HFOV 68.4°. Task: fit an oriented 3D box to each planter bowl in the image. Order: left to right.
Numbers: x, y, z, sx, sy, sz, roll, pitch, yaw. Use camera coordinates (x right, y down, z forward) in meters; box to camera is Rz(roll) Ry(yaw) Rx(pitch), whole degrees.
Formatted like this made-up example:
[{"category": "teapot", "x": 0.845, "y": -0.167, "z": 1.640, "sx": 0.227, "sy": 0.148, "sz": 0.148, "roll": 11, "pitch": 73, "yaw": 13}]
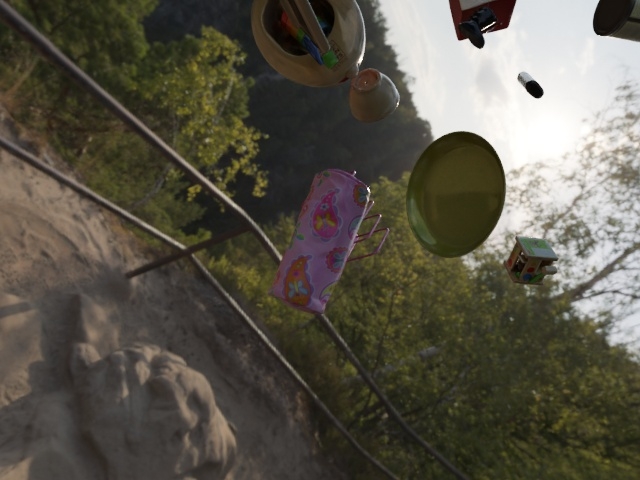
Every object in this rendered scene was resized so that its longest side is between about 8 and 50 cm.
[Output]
[{"category": "planter bowl", "x": 0.160, "y": -0.474, "z": 1.499, "sx": 0.109, "sy": 0.162, "sz": 0.162, "roll": 52, "pitch": 18, "yaw": -55}]

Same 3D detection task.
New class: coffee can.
[{"category": "coffee can", "x": 1.230, "y": -0.861, "z": 1.792, "sx": 0.201, "sy": 0.276, "sz": 0.201, "roll": -173, "pitch": -90, "yaw": -82}]

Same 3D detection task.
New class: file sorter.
[{"category": "file sorter", "x": 0.106, "y": -0.090, "z": 1.795, "sx": 0.290, "sy": 0.182, "sz": 0.202, "roll": 58, "pitch": 37, "yaw": -20}]

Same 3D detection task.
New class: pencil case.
[{"category": "pencil case", "x": 0.000, "y": 0.000, "z": 0.923, "sx": 0.124, "sy": 0.124, "sz": 0.283, "roll": 45, "pitch": 64, "yaw": -70}]

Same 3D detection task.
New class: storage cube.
[{"category": "storage cube", "x": 0.543, "y": -0.834, "z": 1.601, "sx": 0.193, "sy": 0.184, "sz": 0.214, "roll": 21, "pitch": 59, "yaw": -76}]

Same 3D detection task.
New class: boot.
[{"category": "boot", "x": 0.487, "y": -0.642, "z": 1.417, "sx": 0.121, "sy": 0.099, "sz": 0.045, "roll": 58, "pitch": 1, "yaw": 27}]

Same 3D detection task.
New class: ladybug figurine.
[{"category": "ladybug figurine", "x": -0.026, "y": -0.625, "z": 1.421, "sx": 0.449, "sy": 0.305, "sz": 0.162, "roll": 55, "pitch": 16, "yaw": 20}]

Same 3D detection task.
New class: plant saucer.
[{"category": "plant saucer", "x": 0.260, "y": -0.086, "z": 0.901, "sx": 0.037, "sy": 0.241, "sz": 0.240, "roll": 3, "pitch": 56, "yaw": -32}]

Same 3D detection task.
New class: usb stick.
[{"category": "usb stick", "x": 0.754, "y": -0.562, "z": 1.697, "sx": 0.077, "sy": 0.045, "sz": 0.278, "roll": 46, "pitch": 28, "yaw": -9}]

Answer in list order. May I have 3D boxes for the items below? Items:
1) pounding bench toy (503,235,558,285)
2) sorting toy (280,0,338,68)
[{"category": "pounding bench toy", "x": 0.337, "y": 0.045, "z": 0.748, "sx": 0.083, "sy": 0.052, "sz": 0.065, "roll": -92, "pitch": -171, "yaw": -53}, {"category": "sorting toy", "x": -0.048, "y": -0.570, "z": 1.142, "sx": 0.196, "sy": 0.047, "sz": 0.347, "roll": 56, "pitch": 3, "yaw": 41}]
